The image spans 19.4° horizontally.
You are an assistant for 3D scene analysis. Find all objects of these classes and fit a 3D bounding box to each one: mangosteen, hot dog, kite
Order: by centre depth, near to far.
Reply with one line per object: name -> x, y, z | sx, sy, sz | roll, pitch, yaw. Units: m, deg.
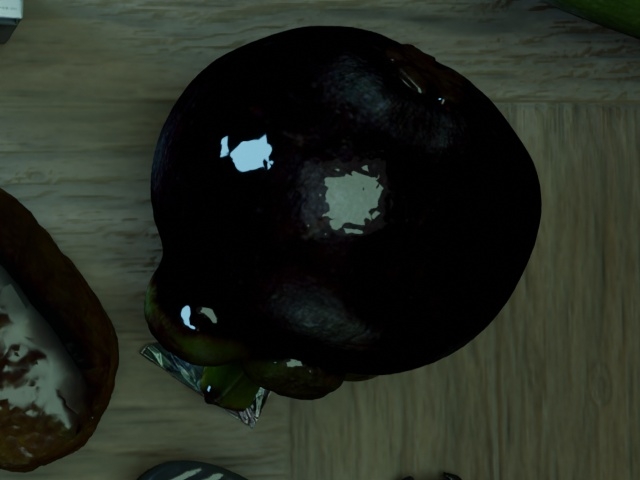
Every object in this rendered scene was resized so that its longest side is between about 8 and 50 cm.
mangosteen -> 0.000, 0.000, 1.316 | 0.275, 0.275, 0.302 | 26, 113, -12
hot dog -> -0.241, 0.057, 1.317 | 0.160, 0.099, 0.227 | -36, 98, -11
kite -> -0.070, 0.067, 1.406 | 0.139, 0.011, 0.156 | -18, 94, -17

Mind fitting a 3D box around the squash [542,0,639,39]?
squash -> 0.221, -0.294, 1.373 | 0.309, 0.310, 0.310 | 14, 86, 5

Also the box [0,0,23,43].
box -> -0.276, -0.170, 1.297 | 0.130, 0.129, 0.051 | 3, 90, -13

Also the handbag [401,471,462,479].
handbag -> 0.070, 0.220, 1.415 | 0.111, 0.047, 0.072 | -27, 101, -12

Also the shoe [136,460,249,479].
shoe -> -0.040, 0.271, 1.365 | 0.103, 0.098, 0.275 | -40, 96, -19
